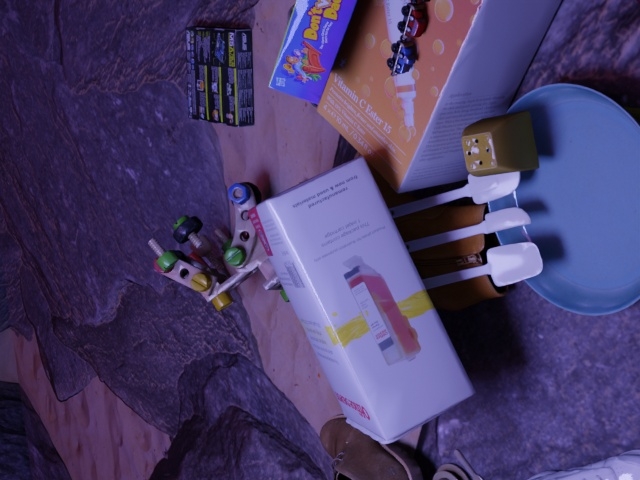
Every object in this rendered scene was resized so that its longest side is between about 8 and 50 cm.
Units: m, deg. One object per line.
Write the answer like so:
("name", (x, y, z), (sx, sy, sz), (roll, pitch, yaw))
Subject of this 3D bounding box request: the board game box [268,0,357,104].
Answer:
("board game box", (0.021, -0.390, 1.474), (0.347, 0.078, 0.233), (-77, 7, -53))

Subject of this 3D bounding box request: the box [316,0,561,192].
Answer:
("box", (0.165, -0.275, 1.429), (0.215, 0.168, 0.345), (48, 133, 32))

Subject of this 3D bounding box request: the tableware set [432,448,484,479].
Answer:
("tableware set", (0.245, 0.458, 1.642), (0.194, 0.039, 0.128), (51, 136, 30))

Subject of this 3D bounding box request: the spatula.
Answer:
("spatula", (0.205, -0.006, 1.458), (0.242, 0.019, 0.168), (-17, 87, 40))

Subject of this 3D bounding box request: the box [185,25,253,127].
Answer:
("box", (-0.203, -0.329, 1.978), (0.184, 0.045, 0.190), (14, 110, 46))

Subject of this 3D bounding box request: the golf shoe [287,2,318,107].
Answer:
("golf shoe", (-0.014, -0.323, 1.737), (0.086, 0.067, 0.186), (-161, 60, -79))

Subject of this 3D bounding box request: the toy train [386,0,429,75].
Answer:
("toy train", (0.123, -0.289, 1.320), (0.036, 0.027, 0.158), (33, 125, 27))

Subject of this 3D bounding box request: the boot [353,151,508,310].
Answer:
("boot", (0.178, -0.034, 1.551), (0.211, 0.104, 0.295), (-22, 88, 47))

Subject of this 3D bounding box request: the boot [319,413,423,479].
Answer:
("boot", (0.057, 0.392, 1.783), (0.305, 0.115, 0.112), (18, 117, 62))

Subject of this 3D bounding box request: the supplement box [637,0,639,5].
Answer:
("supplement box", (0.449, -0.285, 1.147), (0.130, 0.073, 0.239), (-41, 69, 48))

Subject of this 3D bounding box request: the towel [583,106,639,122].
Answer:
("towel", (0.432, -0.113, 1.259), (0.237, 0.021, 0.102), (16, 112, 49))

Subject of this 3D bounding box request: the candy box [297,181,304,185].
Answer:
("candy box", (0.000, 0.000, 1.829), (0.206, 0.027, 0.105), (56, 137, 25))

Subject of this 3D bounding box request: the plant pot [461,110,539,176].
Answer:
("plant pot", (0.236, -0.126, 1.351), (0.081, 0.083, 0.081), (-6, 99, 43))

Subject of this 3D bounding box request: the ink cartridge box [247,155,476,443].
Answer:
("ink cartridge box", (0.051, 0.087, 1.517), (0.384, 0.160, 0.279), (65, 169, -3))

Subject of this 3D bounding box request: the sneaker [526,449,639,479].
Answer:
("sneaker", (0.362, 0.375, 1.382), (0.305, 0.152, 0.114), (-33, 72, 49))

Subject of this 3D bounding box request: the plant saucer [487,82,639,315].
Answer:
("plant saucer", (0.350, -0.056, 1.342), (0.317, 0.044, 0.317), (27, 125, 48))

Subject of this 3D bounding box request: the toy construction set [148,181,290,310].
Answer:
("toy construction set", (-0.162, 0.061, 1.924), (0.237, 0.257, 0.309), (48, 163, 8))
